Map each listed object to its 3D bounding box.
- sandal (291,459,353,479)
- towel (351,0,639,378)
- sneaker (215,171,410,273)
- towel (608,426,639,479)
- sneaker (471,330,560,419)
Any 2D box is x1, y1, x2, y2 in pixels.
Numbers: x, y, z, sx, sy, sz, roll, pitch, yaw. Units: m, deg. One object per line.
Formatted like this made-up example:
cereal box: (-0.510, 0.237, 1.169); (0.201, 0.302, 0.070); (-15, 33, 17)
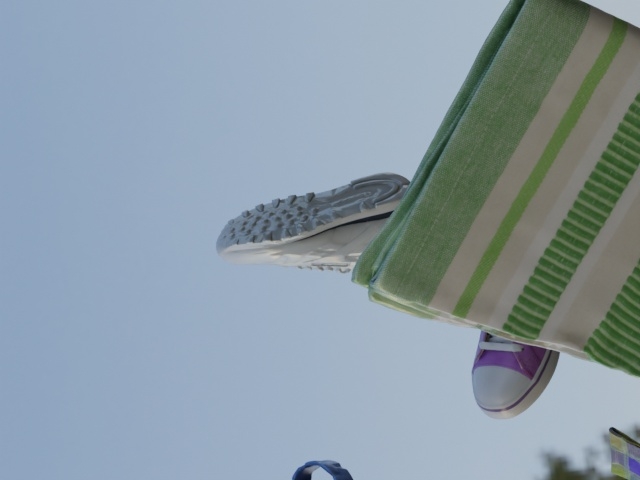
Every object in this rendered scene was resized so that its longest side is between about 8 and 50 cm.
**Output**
sandal: (0.061, 0.354, 1.928); (0.317, 0.126, 0.138); (39, -141, -16)
towel: (0.205, -0.026, 1.210); (0.324, 0.248, 0.038); (18, -160, -33)
sneaker: (0.000, 0.000, 1.920); (0.090, 0.235, 0.095); (-101, -1, -55)
towel: (0.372, 0.264, 2.042); (0.009, 0.060, 0.083); (-38, -42, -27)
sneaker: (0.212, 0.053, 1.950); (0.161, 0.102, 0.282); (42, -122, -44)
